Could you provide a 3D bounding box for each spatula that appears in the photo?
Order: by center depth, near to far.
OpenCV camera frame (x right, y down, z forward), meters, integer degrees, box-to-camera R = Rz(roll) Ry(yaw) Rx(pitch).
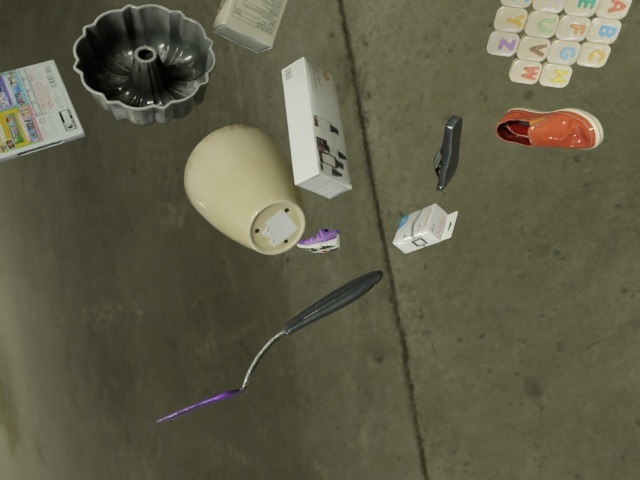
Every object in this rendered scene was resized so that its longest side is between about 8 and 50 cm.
[{"bbox_3d":[-0.052,0.121,0.672,0.030,0.296,0.084,52,179,13],"label":"spatula"}]

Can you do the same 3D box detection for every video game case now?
[{"bbox_3d":[-0.644,-0.285,1.320,0.212,0.193,0.023,62,161,17],"label":"video game case"}]

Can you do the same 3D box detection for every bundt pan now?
[{"bbox_3d":[-0.421,-0.413,1.478,0.124,0.331,0.331,109,140,-63],"label":"bundt pan"}]

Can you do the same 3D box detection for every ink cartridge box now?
[{"bbox_3d":[0.303,-0.039,1.755,0.180,0.060,0.104,-25,35,49],"label":"ink cartridge box"}]

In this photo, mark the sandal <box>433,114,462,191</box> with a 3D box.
[{"bbox_3d":[0.382,-0.267,1.839,0.054,0.097,0.254,24,134,26],"label":"sandal"}]

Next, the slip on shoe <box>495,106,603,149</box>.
[{"bbox_3d":[0.626,-0.301,1.676,0.331,0.101,0.123,26,146,53],"label":"slip on shoe"}]

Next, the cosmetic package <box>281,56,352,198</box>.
[{"bbox_3d":[-0.006,-0.204,1.096,0.060,0.099,0.239,-21,66,33],"label":"cosmetic package"}]

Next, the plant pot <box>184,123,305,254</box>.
[{"bbox_3d":[-0.141,-0.091,1.338,0.274,0.256,0.256,49,134,51],"label":"plant pot"}]

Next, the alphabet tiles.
[{"bbox_3d":[0.529,-0.481,1.355,0.021,0.278,0.284,-81,-1,-50],"label":"alphabet tiles"}]

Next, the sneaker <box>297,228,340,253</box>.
[{"bbox_3d":[0.000,0.000,1.854,0.170,0.068,0.071,-9,64,43],"label":"sneaker"}]

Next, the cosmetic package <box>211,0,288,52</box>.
[{"bbox_3d":[-0.167,-0.680,1.631,0.129,0.153,0.296,17,87,63],"label":"cosmetic package"}]
